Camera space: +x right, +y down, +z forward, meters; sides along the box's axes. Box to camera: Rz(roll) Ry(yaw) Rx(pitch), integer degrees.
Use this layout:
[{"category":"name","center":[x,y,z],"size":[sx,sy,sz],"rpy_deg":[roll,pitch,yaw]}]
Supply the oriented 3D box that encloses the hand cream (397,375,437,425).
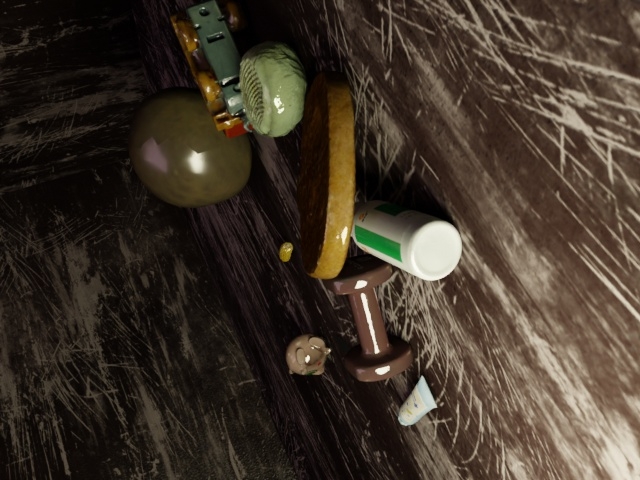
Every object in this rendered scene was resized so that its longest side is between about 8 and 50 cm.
[{"category":"hand cream","center":[0.187,0.323,1.258],"size":[0.170,0.043,0.065],"rpy_deg":[105,145,-57]}]

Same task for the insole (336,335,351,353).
[{"category":"insole","center":[0.070,0.275,1.624],"size":[0.135,0.002,0.045],"rpy_deg":[28,136,65]}]

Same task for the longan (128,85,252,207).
[{"category":"longan","center":[-0.375,-0.264,1.864],"size":[0.404,0.336,0.404],"rpy_deg":[37,179,1]}]

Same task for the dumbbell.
[{"category":"dumbbell","center":[0.090,0.145,1.228],"size":[0.140,0.124,0.225],"rpy_deg":[23,131,67]}]

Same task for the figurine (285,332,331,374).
[{"category":"figurine","center":[-0.036,0.323,1.801],"size":[0.138,0.125,0.125],"rpy_deg":[101,146,-63]}]

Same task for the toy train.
[{"category":"toy train","center":[-0.225,-0.403,1.553],"size":[0.231,0.163,0.369],"rpy_deg":[101,146,-73]}]

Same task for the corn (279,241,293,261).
[{"category":"corn","center":[-0.099,0.033,1.821],"size":[0.092,0.037,0.037],"rpy_deg":[105,142,-66]}]

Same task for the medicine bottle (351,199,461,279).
[{"category":"medicine bottle","center":[0.118,-0.011,1.033],"size":[0.260,0.095,0.095],"rpy_deg":[28,134,63]}]

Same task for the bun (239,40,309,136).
[{"category":"bun","center":[-0.088,-0.302,1.304],"size":[0.195,0.118,0.195],"rpy_deg":[46,144,48]}]

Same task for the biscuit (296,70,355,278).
[{"category":"biscuit","center":[0.009,-0.111,1.154],"size":[0.314,0.063,0.367],"rpy_deg":[134,137,-75]}]

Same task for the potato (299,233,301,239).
[{"category":"potato","center":[0.000,0.000,1.468],"size":[0.198,0.054,0.119],"rpy_deg":[170,80,-77]}]
